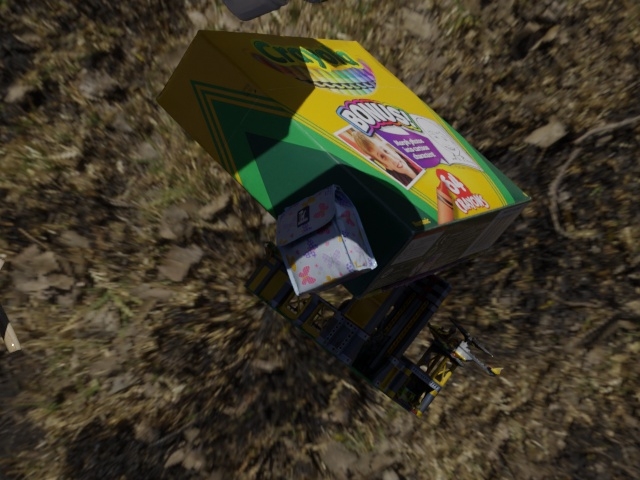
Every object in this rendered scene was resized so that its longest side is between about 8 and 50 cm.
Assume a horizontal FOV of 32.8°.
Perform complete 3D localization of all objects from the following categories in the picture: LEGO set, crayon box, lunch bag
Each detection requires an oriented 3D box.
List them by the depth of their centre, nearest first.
[{"bbox_3d":[0.000,0.000,0.981,0.071,0.053,0.083,-24,78,29],"label":"lunch bag"},{"bbox_3d":[0.042,-0.101,1.236,0.313,0.363,0.106,45,115,16],"label":"crayon box"},{"bbox_3d":[0.080,0.080,1.452,0.192,0.255,0.331,-52,131,-4],"label":"LEGO set"}]

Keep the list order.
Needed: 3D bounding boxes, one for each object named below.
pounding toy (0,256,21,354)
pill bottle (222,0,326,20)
[{"bbox_3d":[-0.333,0.035,0.966,0.181,0.206,0.094,31,120,-15],"label":"pounding toy"},{"bbox_3d":[0.020,-0.237,0.757,0.209,0.119,0.119,-20,88,15],"label":"pill bottle"}]
